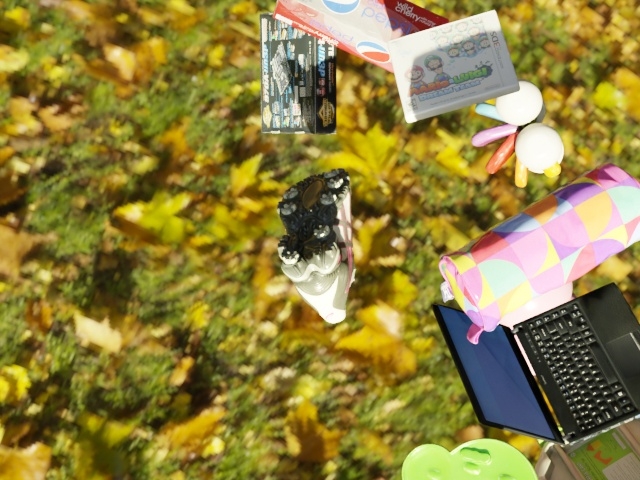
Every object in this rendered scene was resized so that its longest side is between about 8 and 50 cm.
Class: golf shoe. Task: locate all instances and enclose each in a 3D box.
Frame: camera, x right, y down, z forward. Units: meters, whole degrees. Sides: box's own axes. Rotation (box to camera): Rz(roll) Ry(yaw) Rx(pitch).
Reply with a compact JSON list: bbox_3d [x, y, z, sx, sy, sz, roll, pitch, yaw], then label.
[{"bbox_3d":[0.000,0.000,1.621,0.105,0.120,0.273,-13,34,16],"label":"golf shoe"}]

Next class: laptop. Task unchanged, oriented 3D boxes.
[{"bbox_3d":[0.323,0.151,1.596,0.264,0.137,0.234,-24,43,5],"label":"laptop"}]

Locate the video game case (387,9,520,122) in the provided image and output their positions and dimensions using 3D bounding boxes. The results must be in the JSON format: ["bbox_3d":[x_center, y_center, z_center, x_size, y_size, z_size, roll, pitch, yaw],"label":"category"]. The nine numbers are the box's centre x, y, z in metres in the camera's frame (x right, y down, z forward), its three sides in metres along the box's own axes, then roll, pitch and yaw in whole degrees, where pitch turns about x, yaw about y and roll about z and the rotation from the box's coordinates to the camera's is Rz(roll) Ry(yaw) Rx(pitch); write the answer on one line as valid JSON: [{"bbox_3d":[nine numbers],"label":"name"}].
[{"bbox_3d":[0.179,-0.239,1.562,0.157,0.019,0.143,-15,56,8],"label":"video game case"}]

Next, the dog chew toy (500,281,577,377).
[{"bbox_3d":[0.407,0.108,2.240,0.206,0.332,0.207,-13,33,9],"label":"dog chew toy"}]

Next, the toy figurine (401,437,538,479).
[{"bbox_3d":[0.203,0.316,1.439,0.173,0.159,0.130,14,80,24],"label":"toy figurine"}]

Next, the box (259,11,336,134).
[{"bbox_3d":[-0.041,-0.298,2.029,0.051,0.175,0.220,-5,98,-35],"label":"box"}]

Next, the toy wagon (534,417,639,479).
[{"bbox_3d":[0.476,0.417,2.030,0.068,0.344,0.267,55,5,-31],"label":"toy wagon"}]

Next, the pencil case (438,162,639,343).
[{"bbox_3d":[0.239,0.009,1.229,0.236,0.104,0.104,-30,66,-8],"label":"pencil case"}]

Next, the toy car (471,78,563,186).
[{"bbox_3d":[0.321,-0.176,1.909,0.182,0.136,0.159,67,13,6],"label":"toy car"}]

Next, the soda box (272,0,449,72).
[{"bbox_3d":[0.064,-0.353,1.820,0.263,0.083,0.092,25,71,-5],"label":"soda box"}]
